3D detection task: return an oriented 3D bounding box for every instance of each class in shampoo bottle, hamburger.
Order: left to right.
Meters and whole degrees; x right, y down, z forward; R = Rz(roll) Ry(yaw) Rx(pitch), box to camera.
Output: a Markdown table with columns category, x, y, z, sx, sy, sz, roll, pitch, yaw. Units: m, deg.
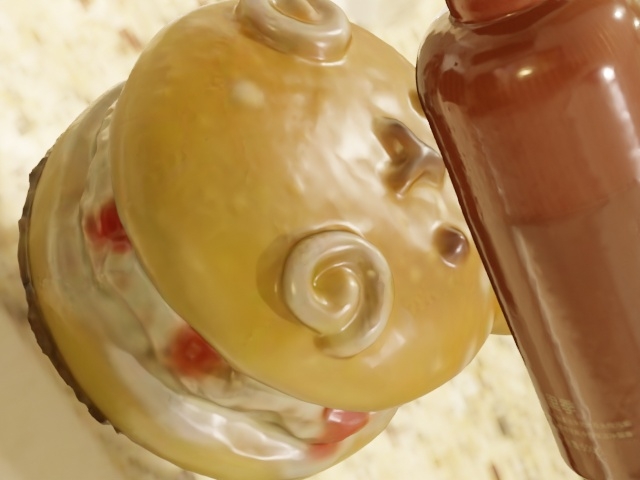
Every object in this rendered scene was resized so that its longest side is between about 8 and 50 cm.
| category | x | y | z | sx | sy | sz | roll | pitch | yaw |
| --- | --- | --- | --- | --- | --- | --- | --- | --- | --- |
| hamburger | 0.000 | 0.000 | 1.030 | 0.303 | 0.186 | 0.261 | 28 | 46 | -29 |
| shampoo bottle | 0.082 | -0.033 | 0.597 | 0.085 | 0.085 | 0.244 | -70 | 143 | -57 |
